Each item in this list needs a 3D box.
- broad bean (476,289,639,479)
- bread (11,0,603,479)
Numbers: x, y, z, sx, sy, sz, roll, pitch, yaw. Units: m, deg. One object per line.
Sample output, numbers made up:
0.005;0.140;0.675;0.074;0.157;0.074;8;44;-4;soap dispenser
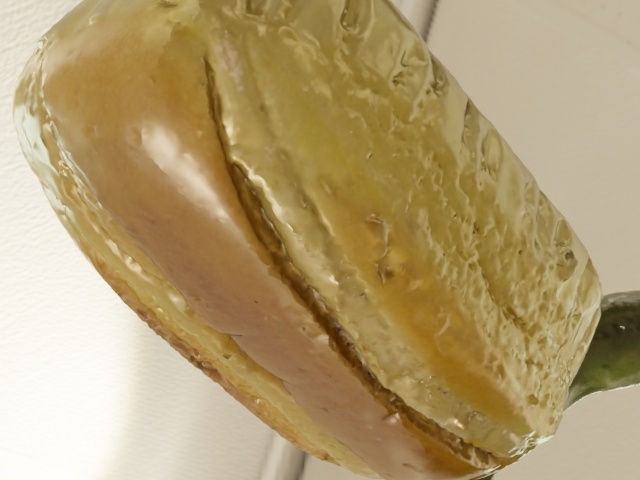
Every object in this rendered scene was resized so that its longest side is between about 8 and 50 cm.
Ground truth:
0.205;0.096;0.782;0.292;0.049;0.144;-8;-107;-3;broad bean
0.000;0.000;0.477;0.236;0.140;0.106;46;-122;-30;bread
